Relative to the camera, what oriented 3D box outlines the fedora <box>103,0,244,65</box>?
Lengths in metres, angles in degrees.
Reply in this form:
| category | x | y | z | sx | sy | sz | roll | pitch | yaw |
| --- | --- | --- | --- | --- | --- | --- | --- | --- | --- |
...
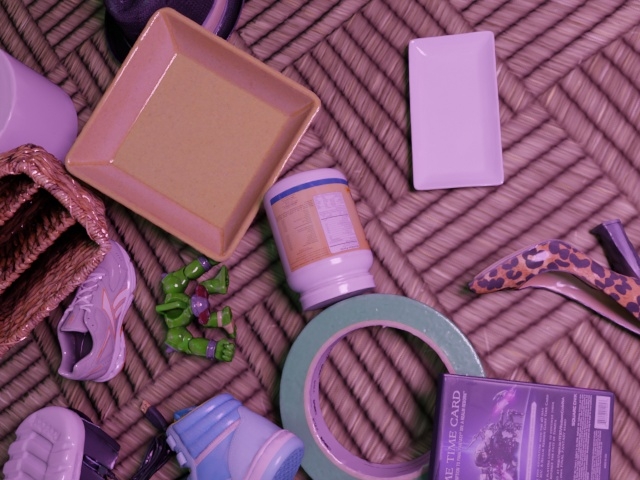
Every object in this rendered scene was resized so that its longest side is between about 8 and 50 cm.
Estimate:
| category | x | y | z | sx | sy | sz | roll | pitch | yaw |
| --- | --- | --- | --- | --- | --- | --- | --- | --- | --- |
| fedora | -0.302 | -0.485 | 0.967 | 0.333 | 0.152 | 0.334 | -2 | 82 | 11 |

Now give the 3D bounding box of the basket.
| category | x | y | z | sx | sy | sz | roll | pitch | yaw |
| --- | --- | --- | --- | --- | --- | --- | --- | --- | --- |
| basket | -0.532 | 0.004 | 0.870 | 0.299 | 0.213 | 0.223 | -41 | 38 | 4 |

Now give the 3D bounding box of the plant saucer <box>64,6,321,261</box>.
| category | x | y | z | sx | sy | sz | roll | pitch | yaw |
| --- | --- | --- | --- | --- | --- | --- | --- | --- | --- |
| plant saucer | -0.218 | -0.181 | 0.915 | 0.332 | 0.081 | 0.333 | 31 | 88 | 1 |

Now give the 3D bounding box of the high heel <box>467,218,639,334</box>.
| category | x | y | z | sx | sy | sz | roll | pitch | yaw |
| --- | --- | --- | --- | --- | --- | --- | --- | --- | --- |
| high heel | 0.369 | 0.089 | 0.765 | 0.261 | 0.093 | 0.186 | -18 | 72 | 0 |

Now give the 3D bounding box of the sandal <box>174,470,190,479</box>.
| category | x | y | z | sx | sy | sz | roll | pitch | yaw |
| --- | --- | --- | --- | --- | --- | --- | --- | --- | --- |
| sandal | -0.251 | 0.446 | 0.873 | 0.254 | 0.054 | 0.097 | -24 | 85 | -2 |

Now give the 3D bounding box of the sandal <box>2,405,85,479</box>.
| category | x | y | z | sx | sy | sz | roll | pitch | yaw |
| --- | --- | --- | --- | --- | --- | --- | --- | --- | --- |
| sandal | -0.430 | 0.474 | 0.786 | 0.169 | 0.102 | 0.417 | 3 | 70 | 20 |

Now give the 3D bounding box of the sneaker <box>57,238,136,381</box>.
| category | x | y | z | sx | sy | sz | roll | pitch | yaw |
| --- | --- | --- | --- | --- | --- | --- | --- | --- | --- |
| sneaker | -0.401 | 0.119 | 0.912 | 0.099 | 0.121 | 0.263 | -5 | 80 | 12 |

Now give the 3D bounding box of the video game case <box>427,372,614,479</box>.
| category | x | y | z | sx | sy | sz | roll | pitch | yaw |
| --- | --- | --- | --- | --- | --- | --- | --- | --- | --- |
| video game case | 0.288 | 0.301 | 0.734 | 0.274 | 0.026 | 0.196 | 9 | 83 | -10 |

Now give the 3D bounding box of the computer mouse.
| category | x | y | z | sx | sy | sz | roll | pitch | yaw |
| --- | --- | --- | --- | --- | --- | --- | --- | --- | --- |
| computer mouse | -0.378 | 0.338 | 0.885 | 0.262 | 0.060 | 0.184 | 28 | 68 | 29 |

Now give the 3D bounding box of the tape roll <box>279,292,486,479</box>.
| category | x | y | z | sx | sy | sz | roll | pitch | yaw |
| --- | --- | --- | --- | --- | --- | --- | --- | --- | --- |
| tape roll | 0.098 | 0.245 | 0.812 | 0.321 | 0.077 | 0.322 | -2 | 80 | 12 |

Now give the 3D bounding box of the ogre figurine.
| category | x | y | z | sx | sy | sz | roll | pitch | yaw |
| --- | --- | --- | --- | --- | --- | --- | --- | --- | --- |
| ogre figurine | -0.213 | 0.112 | 0.888 | 0.118 | 0.097 | 0.197 | -9 | 91 | -1 |

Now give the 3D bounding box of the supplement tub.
| category | x | y | z | sx | sy | sz | roll | pitch | yaw |
| --- | --- | --- | --- | --- | --- | --- | --- | --- | --- |
| supplement tub | 0.000 | 0.000 | 0.834 | 0.144 | 0.144 | 0.200 | -20 | 78 | 8 |

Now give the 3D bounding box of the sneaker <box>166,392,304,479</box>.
| category | x | y | z | sx | sy | sz | roll | pitch | yaw |
| --- | --- | --- | --- | --- | --- | --- | --- | --- | --- |
| sneaker | -0.174 | 0.381 | 0.804 | 0.208 | 0.127 | 0.319 | 32 | 99 | 24 |

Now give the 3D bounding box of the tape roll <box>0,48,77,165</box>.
| category | x | y | z | sx | sy | sz | roll | pitch | yaw |
| --- | --- | --- | --- | --- | --- | --- | --- | --- | --- |
| tape roll | -0.623 | -0.232 | 0.987 | 0.246 | 0.169 | 0.246 | -2 | 82 | 12 |

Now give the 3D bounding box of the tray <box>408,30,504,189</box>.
| category | x | y | z | sx | sy | sz | roll | pitch | yaw |
| --- | --- | --- | --- | --- | --- | --- | --- | --- | --- |
| tray | 0.227 | -0.218 | 0.878 | 0.145 | 0.030 | 0.271 | -2 | 81 | 12 |
